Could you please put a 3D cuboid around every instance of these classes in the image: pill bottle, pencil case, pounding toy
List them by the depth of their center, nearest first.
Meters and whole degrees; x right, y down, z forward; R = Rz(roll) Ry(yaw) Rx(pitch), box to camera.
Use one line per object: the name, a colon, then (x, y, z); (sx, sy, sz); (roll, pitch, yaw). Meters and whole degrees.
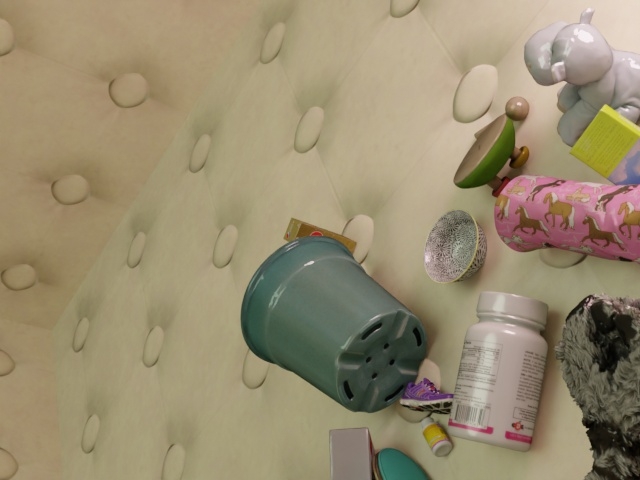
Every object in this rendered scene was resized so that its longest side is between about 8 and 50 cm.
pencil case: (0.499, -0.035, 1.712); (0.386, 0.167, 0.160); (10, 121, 56)
pill bottle: (0.347, 0.250, 1.811); (0.160, 0.160, 0.283); (-1, 74, 56)
pill bottle: (0.242, 0.413, 1.992); (0.043, 0.043, 0.083); (-57, 36, 22)
pounding toy: (0.392, -0.183, 2.040); (0.183, 0.110, 0.237); (-48, 9, 49)

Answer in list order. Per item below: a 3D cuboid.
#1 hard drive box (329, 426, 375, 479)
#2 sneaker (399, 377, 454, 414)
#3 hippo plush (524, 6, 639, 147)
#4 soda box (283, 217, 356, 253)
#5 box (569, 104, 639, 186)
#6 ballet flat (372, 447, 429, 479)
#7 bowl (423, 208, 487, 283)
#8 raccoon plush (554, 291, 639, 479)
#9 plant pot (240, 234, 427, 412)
hard drive box: (0.073, 0.544, 2.045); (0.181, 0.089, 0.232); (74, -168, -62)
sneaker: (0.232, 0.331, 2.030); (0.170, 0.068, 0.071); (-6, 64, 56)
hippo plush: (0.503, -0.294, 1.778); (0.294, 0.236, 0.234); (25, 95, 57)
soda box: (0.000, 0.000, 2.427); (0.058, 0.181, 0.061); (26, 96, 57)
box: (0.558, -0.153, 1.716); (0.178, 0.042, 0.109); (37, 128, 10)
ballet flat: (0.198, 0.560, 1.931); (0.348, 0.123, 0.123); (38, 107, 56)
bowl: (0.309, 0.022, 2.054); (0.170, 0.080, 0.170); (-30, 51, 45)
raccoon plush: (0.540, 0.224, 1.526); (0.216, 0.299, 0.446); (39, 129, 45)
plant pot: (0.044, 0.207, 2.157); (0.334, 0.341, 0.341); (34, 103, 48)
